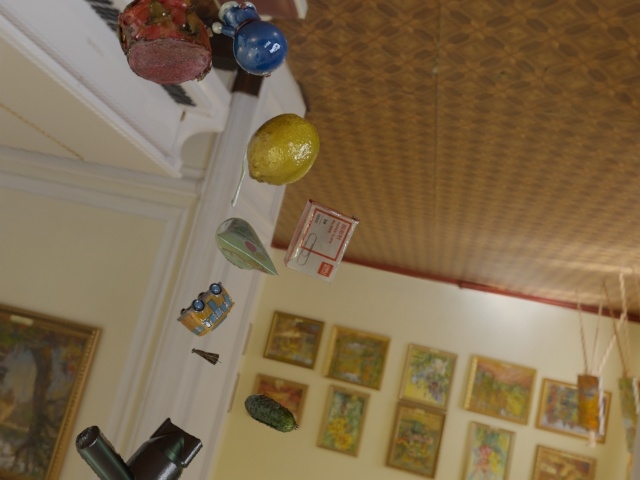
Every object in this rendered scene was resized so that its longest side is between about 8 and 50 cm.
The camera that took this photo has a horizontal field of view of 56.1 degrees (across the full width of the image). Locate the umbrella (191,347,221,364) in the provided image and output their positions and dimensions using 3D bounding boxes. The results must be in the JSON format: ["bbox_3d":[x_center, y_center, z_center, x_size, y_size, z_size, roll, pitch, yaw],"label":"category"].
[{"bbox_3d":[-0.287,0.293,1.521,0.083,0.031,0.020,28,-153,-7],"label":"umbrella"}]

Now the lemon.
[{"bbox_3d":[-0.116,-0.276,1.835,0.204,0.260,0.204,46,170,10],"label":"lemon"}]

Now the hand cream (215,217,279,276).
[{"bbox_3d":[-0.170,0.008,1.297,0.147,0.093,0.306,36,177,-15],"label":"hand cream"}]

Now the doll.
[{"bbox_3d":[-0.210,-0.611,1.817,0.215,0.257,0.161,-16,151,-24],"label":"doll"}]

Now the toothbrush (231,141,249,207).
[{"bbox_3d":[-0.308,-0.256,2.329,0.026,0.263,0.022,18,178,-28],"label":"toothbrush"}]

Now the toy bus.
[{"bbox_3d":[-0.420,0.261,2.251,0.136,0.209,0.126,49,135,-6],"label":"toy bus"}]

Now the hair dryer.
[{"bbox_3d":[-0.379,0.433,1.215,0.116,0.244,0.303,17,139,26],"label":"hair dryer"}]

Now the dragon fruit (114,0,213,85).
[{"bbox_3d":[-0.505,-0.698,1.959,0.295,0.263,0.314,-8,165,-3],"label":"dragon fruit"}]

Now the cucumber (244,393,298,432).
[{"bbox_3d":[-0.124,0.435,1.513,0.069,0.069,0.227,21,171,-34],"label":"cucumber"}]

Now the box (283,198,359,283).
[{"bbox_3d":[0.000,0.000,1.513,0.133,0.182,0.099,24,-174,-12],"label":"box"}]
